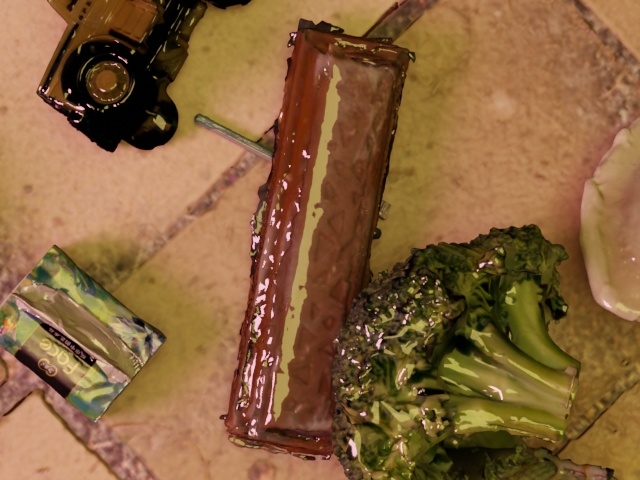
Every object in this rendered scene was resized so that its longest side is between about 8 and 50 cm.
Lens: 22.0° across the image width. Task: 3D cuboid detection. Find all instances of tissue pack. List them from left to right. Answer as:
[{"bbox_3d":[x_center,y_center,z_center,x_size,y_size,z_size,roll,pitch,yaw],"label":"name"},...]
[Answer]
[{"bbox_3d":[-0.180,0.068,1.206,0.111,0.079,0.085,40,83,-3],"label":"tissue pack"}]

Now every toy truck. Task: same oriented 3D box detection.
[{"bbox_3d":[-0.125,-0.194,1.209,0.127,0.127,0.257,25,85,10],"label":"toy truck"}]

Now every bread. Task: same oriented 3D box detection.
[{"bbox_3d":[0.175,0.227,1.214,0.103,0.156,0.110,-30,111,-17],"label":"bread"}]

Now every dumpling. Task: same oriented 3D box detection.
[{"bbox_3d":[0.283,-0.021,1.251,0.215,0.126,0.166,-29,75,-5],"label":"dumpling"}]

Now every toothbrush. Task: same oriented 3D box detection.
[{"bbox_3d":[-0.021,-0.059,1.266,0.167,0.011,0.014,27,79,-5],"label":"toothbrush"}]

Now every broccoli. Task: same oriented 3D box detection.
[{"bbox_3d":[0.096,0.094,1.173,0.176,0.226,0.198,-4,114,5],"label":"broccoli"}]

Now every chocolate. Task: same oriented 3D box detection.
[{"bbox_3d":[-0.003,-0.001,1.231,0.102,0.065,0.329,10,90,-4],"label":"chocolate"}]
